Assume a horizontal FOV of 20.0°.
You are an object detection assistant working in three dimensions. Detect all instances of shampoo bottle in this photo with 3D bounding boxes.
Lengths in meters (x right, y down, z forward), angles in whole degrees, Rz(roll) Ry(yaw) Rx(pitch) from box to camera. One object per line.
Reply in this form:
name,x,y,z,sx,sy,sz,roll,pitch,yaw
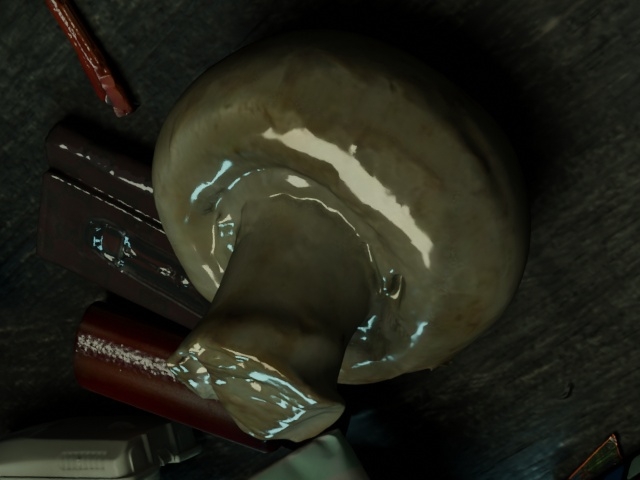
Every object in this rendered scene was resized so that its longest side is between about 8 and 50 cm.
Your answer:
shampoo bottle,-0.101,0.137,1.689,0.260,0.064,0.102,18,134,16

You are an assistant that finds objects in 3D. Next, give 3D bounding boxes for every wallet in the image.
wallet,-0.149,0.000,1.611,0.229,0.049,0.182,25,139,11

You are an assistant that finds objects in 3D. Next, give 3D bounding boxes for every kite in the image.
kite,0.265,0.240,1.608,0.159,0.010,0.190,-4,127,31

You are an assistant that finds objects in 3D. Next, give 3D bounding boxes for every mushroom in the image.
mushroom,0.000,0.000,1.345,0.297,0.290,0.297,16,135,16

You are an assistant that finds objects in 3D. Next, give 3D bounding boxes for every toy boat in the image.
toy boat,-0.249,0.241,1.811,0.269,0.141,0.141,-22,115,34

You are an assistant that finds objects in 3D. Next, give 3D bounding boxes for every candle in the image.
candle,-0.203,-0.173,1.507,0.026,0.021,0.167,-10,122,35

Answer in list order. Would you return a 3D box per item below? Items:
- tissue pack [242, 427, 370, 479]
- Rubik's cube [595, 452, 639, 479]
tissue pack,-0.016,0.382,1.534,0.356,0.266,0.194,58,161,13
Rubik's cube,0.278,0.316,1.532,0.187,0.184,0.182,39,133,-10
